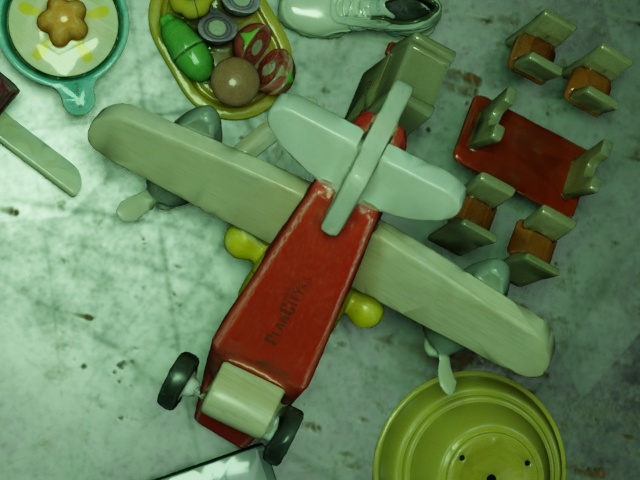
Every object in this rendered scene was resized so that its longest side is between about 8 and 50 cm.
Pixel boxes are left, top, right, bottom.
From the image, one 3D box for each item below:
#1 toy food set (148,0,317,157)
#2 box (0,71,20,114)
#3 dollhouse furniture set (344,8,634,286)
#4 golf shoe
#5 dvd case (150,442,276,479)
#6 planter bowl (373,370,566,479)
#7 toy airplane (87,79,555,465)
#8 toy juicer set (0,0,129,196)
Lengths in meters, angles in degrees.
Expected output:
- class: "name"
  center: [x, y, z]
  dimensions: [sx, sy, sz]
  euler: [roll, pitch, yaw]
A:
- class: "toy food set"
  center: [-0.091, -0.198, 1.551]
  dimensions: [0.128, 0.071, 0.218]
  euler: [-32, 94, -9]
- class: "box"
  center: [-0.445, -0.077, 1.421]
  dimensions: [0.142, 0.154, 0.300]
  euler: [41, 93, -7]
- class: "dollhouse furniture set"
  center: [0.170, -0.112, 1.568]
  dimensions: [0.259, 0.135, 0.262]
  euler: [27, 70, -13]
- class: "golf shoe"
  center: [0.044, -0.250, 1.570]
  dimensions: [0.176, 0.086, 0.069]
  euler: [-1, 90, -8]
- class: "dvd case"
  center: [-0.145, 0.333, 1.547]
  dimensions: [0.238, 0.029, 0.179]
  euler: [-18, 91, -11]
- class: "planter bowl"
  center: [0.170, 0.248, 1.574]
  dimensions: [0.217, 0.090, 0.217]
  euler: [0, 88, -10]
- class: "toy airplane"
  center: [0.000, 0.000, 1.462]
  dimensions: [0.384, 0.272, 0.386]
  euler: [-14, 109, 19]
- class: "toy juicer set"
  center: [-0.298, -0.231, 1.507]
  dimensions: [0.209, 0.089, 0.329]
  euler: [17, 86, -9]
